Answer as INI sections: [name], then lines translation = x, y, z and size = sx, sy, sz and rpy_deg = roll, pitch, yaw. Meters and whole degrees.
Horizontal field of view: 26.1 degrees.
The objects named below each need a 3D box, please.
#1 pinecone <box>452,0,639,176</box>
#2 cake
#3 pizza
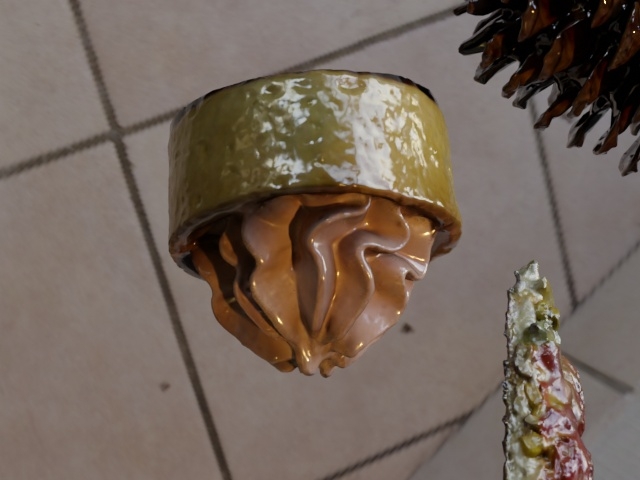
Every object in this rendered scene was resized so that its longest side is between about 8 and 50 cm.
[pinecone]
translation = 0.241, -0.166, 1.047
size = 0.292, 0.246, 0.246
rpy_deg = 13, 99, 1
[cake]
translation = 0.000, 0.000, 0.888
size = 0.185, 0.207, 0.178
rpy_deg = -10, 79, 14
[pizza]
translation = 0.076, 0.074, 0.465
size = 0.029, 0.100, 0.099
rpy_deg = 1, 138, 10
